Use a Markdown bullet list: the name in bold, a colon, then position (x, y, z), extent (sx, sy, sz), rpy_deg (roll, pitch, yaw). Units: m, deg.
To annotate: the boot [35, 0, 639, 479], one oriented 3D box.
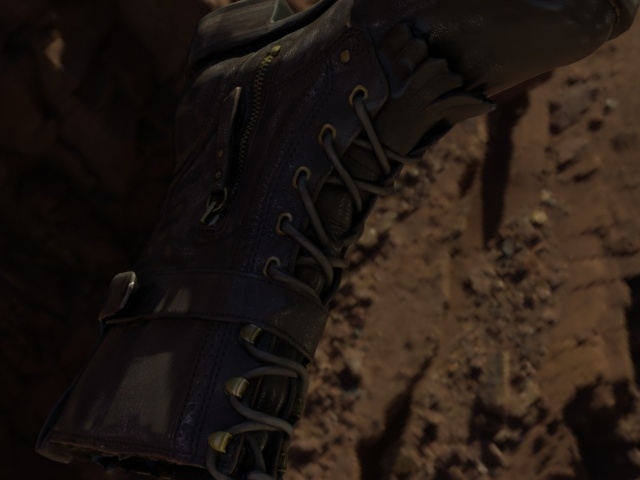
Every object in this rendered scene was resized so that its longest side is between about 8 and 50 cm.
- **boot**: position (0.000, 0.000, 0.556), extent (0.263, 0.091, 0.229), rpy_deg (-11, 54, 46)
